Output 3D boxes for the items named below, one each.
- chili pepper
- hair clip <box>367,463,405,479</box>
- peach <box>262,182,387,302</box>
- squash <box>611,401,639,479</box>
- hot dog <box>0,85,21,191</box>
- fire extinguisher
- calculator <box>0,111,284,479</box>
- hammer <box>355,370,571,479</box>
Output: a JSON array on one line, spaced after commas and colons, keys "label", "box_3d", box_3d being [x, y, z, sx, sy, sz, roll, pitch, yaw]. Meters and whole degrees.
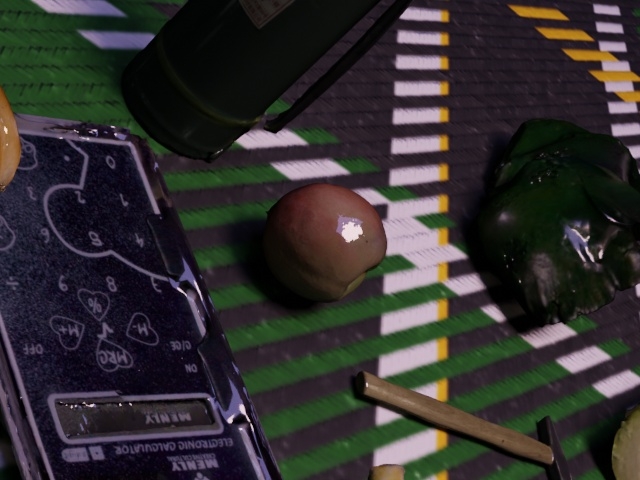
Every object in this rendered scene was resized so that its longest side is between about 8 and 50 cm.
[{"label": "chili pepper", "box_3d": [0.218, -0.030, 1.132, 0.148, 0.116, 0.264, 43, 32, -3]}, {"label": "hair clip", "box_3d": [0.030, 0.205, 0.726, 0.214, 0.062, 0.056, -78, 162, -53]}, {"label": "peach", "box_3d": [0.002, 0.000, 0.880, 0.083, 0.083, 0.083, 30, 37, -26]}, {"label": "squash", "box_3d": [0.311, 0.149, 1.063, 0.123, 0.123, 0.186, 54, 30, 8]}, {"label": "hot dog", "box_3d": [-0.231, -0.110, 0.713, 0.236, 0.092, 0.062, 60, 16, 19]}, {"label": "fire extinguisher", "box_3d": [-0.003, -0.170, 0.851, 0.093, 0.294, 0.118, -14, 68, -55]}, {"label": "calculator", "box_3d": [-0.122, 0.040, 0.742, 0.165, 0.028, 0.274, 5, 53, -47]}, {"label": "hammer", "box_3d": [0.101, 0.124, 0.932, 0.199, 0.013, 0.062, 25, 39, -33]}]
